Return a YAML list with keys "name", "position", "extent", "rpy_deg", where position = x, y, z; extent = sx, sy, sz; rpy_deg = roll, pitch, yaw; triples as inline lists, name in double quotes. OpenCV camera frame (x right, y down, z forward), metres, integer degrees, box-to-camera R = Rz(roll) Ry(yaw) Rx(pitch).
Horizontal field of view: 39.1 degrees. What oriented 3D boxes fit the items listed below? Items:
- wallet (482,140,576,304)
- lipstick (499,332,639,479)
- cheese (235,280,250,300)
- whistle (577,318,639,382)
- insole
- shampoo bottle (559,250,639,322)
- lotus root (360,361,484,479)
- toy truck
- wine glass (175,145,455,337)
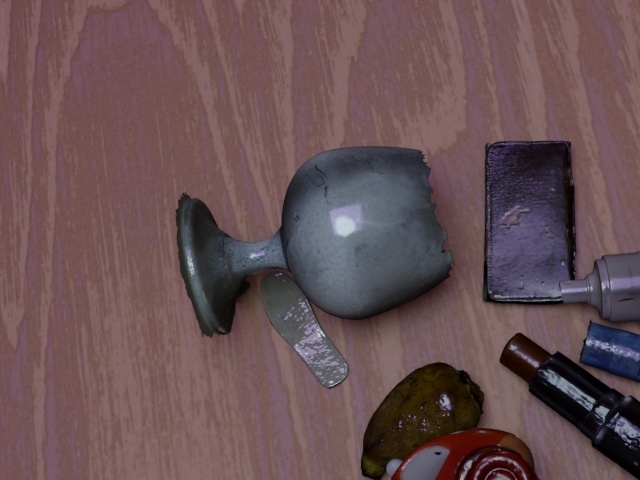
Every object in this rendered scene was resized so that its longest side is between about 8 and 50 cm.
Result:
- name: "wallet"
  position: [0.282, -0.025, 1.222]
  extent: [0.122, 0.031, 0.232]
  rpy_deg: [0, 73, 12]
- name: "lipstick"
  position: [0.348, 0.215, 1.100]
  extent: [0.300, 0.081, 0.081]
  rpy_deg: [37, 83, 24]
- name: "cheese"
  position: [-0.158, 0.042, 1.307]
  extent: [0.067, 0.026, 0.120]
  rpy_deg: [-42, 74, -1]
- name: "whistle"
  position: [0.472, 0.168, 1.098]
  extent: [0.304, 0.062, 0.062]
  rpy_deg: [16, 76, 18]
- name: "insole"
  position: [-0.027, 0.122, 1.258]
  extent: [0.063, 0.010, 0.192]
  rpy_deg: [-36, 67, -1]
- name: "shampoo bottle"
  position: [0.453, 0.053, 1.120]
  extent: [0.304, 0.092, 0.092]
  rpy_deg: [-5, 71, 11]
- name: "lotus root"
  position: [0.117, 0.233, 1.145]
  extent: [0.191, 0.094, 0.108]
  rpy_deg: [-37, 33, 4]
- name: "toy truck"
  position: [0.125, 0.326, 1.063]
  extent: [0.239, 0.189, 0.264]
  rpy_deg: [23, 77, 28]
- name: "wine glass"
  position: [0.000, 0.000, 1.171]
  extent: [0.323, 0.238, 0.237]
  rpy_deg: [-16, 69, 7]
